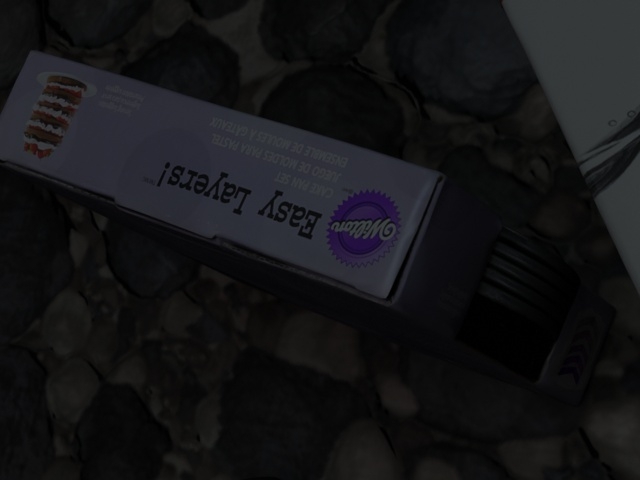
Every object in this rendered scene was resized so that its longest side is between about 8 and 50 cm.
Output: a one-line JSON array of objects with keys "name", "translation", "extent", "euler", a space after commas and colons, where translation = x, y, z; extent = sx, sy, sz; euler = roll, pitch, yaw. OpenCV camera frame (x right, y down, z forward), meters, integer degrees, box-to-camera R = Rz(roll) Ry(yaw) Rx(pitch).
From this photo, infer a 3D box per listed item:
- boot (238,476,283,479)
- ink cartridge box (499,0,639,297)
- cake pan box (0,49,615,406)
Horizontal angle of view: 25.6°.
[{"name": "boot", "translation": [-0.007, 0.222, 0.753], "extent": [0.338, 0.118, 0.223], "euler": [-25, 58, 17]}, {"name": "ink cartridge box", "translation": [0.195, -0.048, 0.661], "extent": [0.114, 0.197, 0.273], "euler": [-32, 61, 20]}, {"name": "cake pan box", "translation": [0.000, 0.000, 0.734], "extent": [0.267, 0.246, 0.070], "euler": [19, 86, 34]}]
